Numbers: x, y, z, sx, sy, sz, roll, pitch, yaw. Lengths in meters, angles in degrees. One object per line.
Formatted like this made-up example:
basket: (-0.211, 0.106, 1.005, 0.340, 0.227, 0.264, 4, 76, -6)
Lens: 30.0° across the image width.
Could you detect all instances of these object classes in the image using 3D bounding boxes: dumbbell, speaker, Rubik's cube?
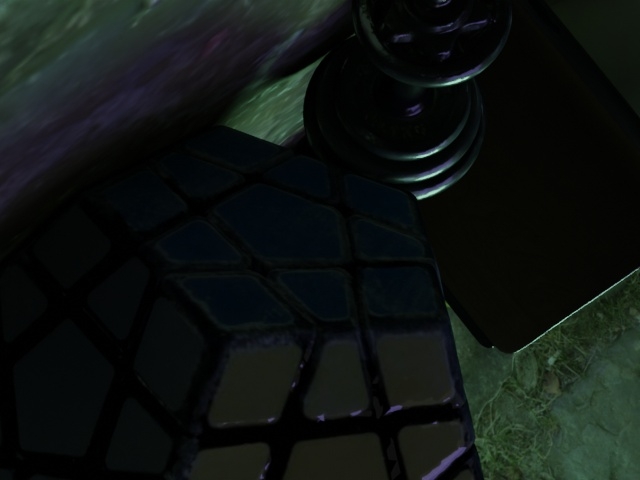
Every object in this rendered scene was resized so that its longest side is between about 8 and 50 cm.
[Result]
dumbbell: (0.050, -0.098, 0.632, 0.110, 0.110, 0.254, -38, 170, -12)
speaker: (0.140, -0.065, 0.886, 0.192, 0.231, 0.153, -40, 177, 22)
Rubik's cube: (-0.053, 0.097, 0.671, 0.319, 0.319, 0.264, -35, 150, -52)

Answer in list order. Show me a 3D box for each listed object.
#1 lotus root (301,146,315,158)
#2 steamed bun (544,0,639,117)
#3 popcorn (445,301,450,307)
lotus root: (0.013, 0.007, 1.039, 0.275, 0.160, 0.152, -52, 170, -11)
steamed bun: (0.325, -0.136, 1.127, 0.334, 0.334, 0.374, -37, 178, -21)
popcorn: (0.201, -0.047, 1.441, 0.321, 0.290, 0.325, -28, 150, -27)
